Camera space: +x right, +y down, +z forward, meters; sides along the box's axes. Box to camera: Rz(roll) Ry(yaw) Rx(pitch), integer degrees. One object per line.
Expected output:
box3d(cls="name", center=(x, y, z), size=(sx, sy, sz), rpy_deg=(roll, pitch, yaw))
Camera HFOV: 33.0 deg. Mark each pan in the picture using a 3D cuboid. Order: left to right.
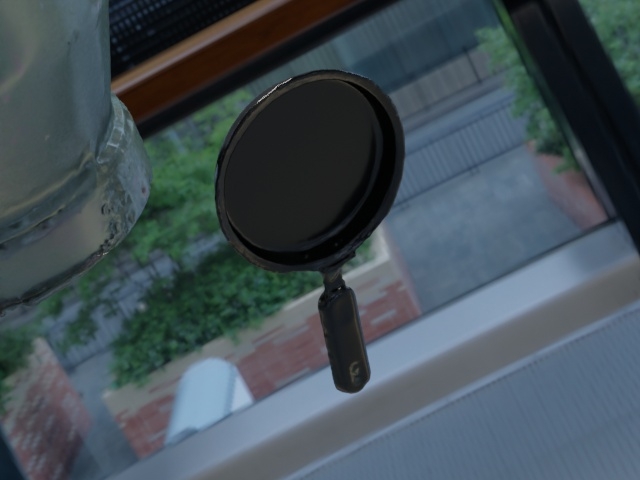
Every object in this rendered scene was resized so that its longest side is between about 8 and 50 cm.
box3d(cls="pan", center=(0.000, 0.000, 0.699), size=(0.136, 0.235, 0.028), rpy_deg=(-22, 31, -22))

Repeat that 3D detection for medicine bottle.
box3d(cls="medicine bottle", center=(-0.234, -0.117, 0.600), size=(0.244, 0.290, 0.245), rpy_deg=(-11, 38, 8))
